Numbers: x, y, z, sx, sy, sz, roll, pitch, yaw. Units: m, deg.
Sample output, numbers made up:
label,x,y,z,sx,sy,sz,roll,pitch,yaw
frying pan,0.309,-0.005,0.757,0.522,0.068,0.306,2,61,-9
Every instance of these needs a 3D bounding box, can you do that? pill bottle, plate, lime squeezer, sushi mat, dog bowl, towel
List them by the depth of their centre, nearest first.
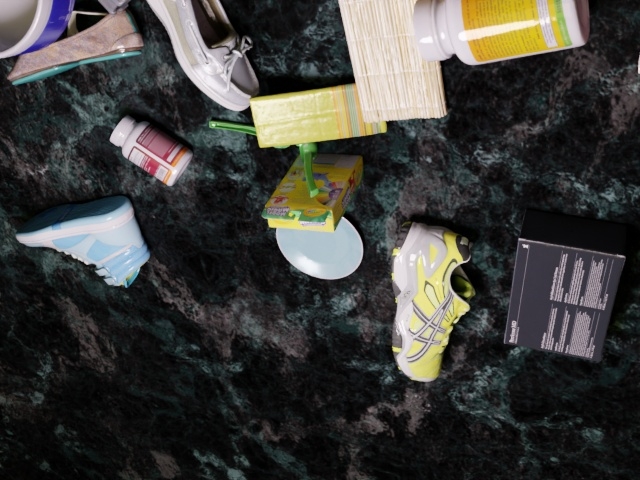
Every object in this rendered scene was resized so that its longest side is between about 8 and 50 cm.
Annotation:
label,x,y,z,sx,sy,sz,roll,pitch,yaw
pill bottle,0.273,-0.344,1.332,0.246,0.136,0.136,-5,124,26
sushi mat,0.117,-0.344,1.460,0.151,0.019,0.316,-4,123,17
dog bowl,-0.576,-0.463,1.565,0.265,0.104,0.265,6,108,19
towel,-0.003,-0.228,1.574,0.237,0.021,0.102,-7,122,6
lime squeezer,-0.076,-0.173,1.648,0.310,0.110,0.059,36,158,35
pill bottle,-0.340,-0.184,1.754,0.152,0.086,0.086,34,132,-5
plate,0.000,0.000,1.798,0.188,0.024,0.188,11,129,14

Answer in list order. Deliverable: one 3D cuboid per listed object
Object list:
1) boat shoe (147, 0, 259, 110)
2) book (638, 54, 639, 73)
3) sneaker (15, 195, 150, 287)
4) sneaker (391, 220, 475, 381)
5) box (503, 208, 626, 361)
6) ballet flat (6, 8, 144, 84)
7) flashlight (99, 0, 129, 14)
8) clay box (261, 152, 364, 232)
label,x,y,z,sx,sy,sz,roll,pitch,yaw
boat shoe,-0.198,-0.374,1.526,0.103,0.118,0.320,-16,112,37
book,0.481,-0.314,1.262,0.035,0.144,0.096,13,131,13
sneaker,-0.528,0.025,1.975,0.319,0.127,0.208,-6,122,28
sneaker,0.227,0.142,1.735,0.147,0.145,0.384,7,130,19
box,0.449,0.086,1.622,0.184,0.103,0.261,9,130,13
ballet flat,-0.474,-0.377,1.664,0.316,0.107,0.106,-8,103,22
flashlight,-0.425,-0.538,1.507,0.103,0.103,0.304,-35,104,29
clay box,-0.012,-0.084,1.602,0.127,0.222,0.053,5,128,20
